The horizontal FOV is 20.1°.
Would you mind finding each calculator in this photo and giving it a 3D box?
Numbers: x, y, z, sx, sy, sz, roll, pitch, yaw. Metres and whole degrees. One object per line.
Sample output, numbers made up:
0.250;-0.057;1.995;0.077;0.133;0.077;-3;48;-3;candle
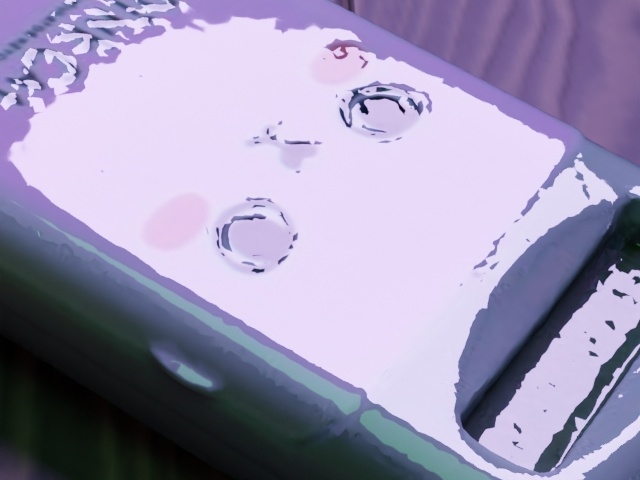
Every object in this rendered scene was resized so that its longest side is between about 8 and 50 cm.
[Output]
0.000;0.000;0.441;0.246;0.045;0.141;31;45;16;calculator
